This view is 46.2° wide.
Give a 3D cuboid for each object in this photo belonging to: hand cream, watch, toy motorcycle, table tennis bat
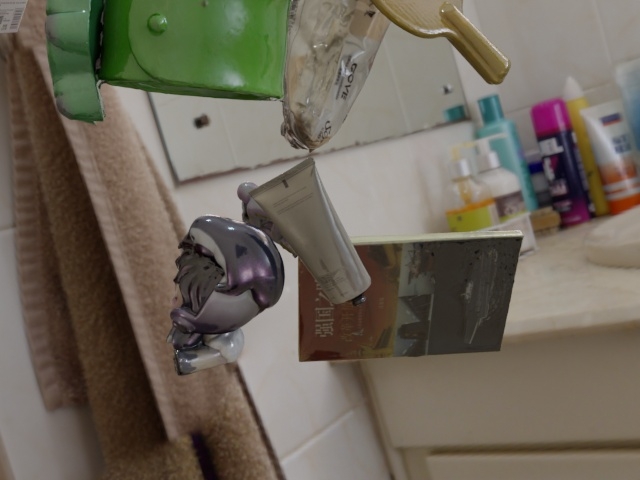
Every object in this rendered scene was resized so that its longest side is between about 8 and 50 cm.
[{"bbox_3d":[0.000,0.000,0.884,0.087,0.186,0.054,-28,15,15],"label":"hand cream"},{"bbox_3d":[-0.099,-0.140,0.498,0.152,0.131,0.165,2,7,-12],"label":"watch"},{"bbox_3d":[-0.053,-0.029,1.080,0.073,0.152,0.225,-54,33,-11],"label":"toy motorcycle"},{"bbox_3d":[0.178,-0.365,1.160,0.050,0.321,0.198,-33,17,52],"label":"table tennis bat"}]

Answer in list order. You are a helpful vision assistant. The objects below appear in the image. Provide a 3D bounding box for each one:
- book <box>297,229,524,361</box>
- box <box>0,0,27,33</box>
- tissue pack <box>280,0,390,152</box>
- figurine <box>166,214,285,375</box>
[{"bbox_3d":[0.147,0.100,1.288,0.374,0.262,0.028,-3,36,-5],"label":"book"},{"bbox_3d":[-0.480,-0.346,1.087,0.089,0.043,0.125,-61,-2,20],"label":"box"},{"bbox_3d":[0.001,-0.367,1.525,0.195,0.375,0.390,17,6,-11],"label":"tissue pack"},{"bbox_3d":[-0.125,0.071,0.958,0.145,0.222,0.145,10,37,-8],"label":"figurine"}]
